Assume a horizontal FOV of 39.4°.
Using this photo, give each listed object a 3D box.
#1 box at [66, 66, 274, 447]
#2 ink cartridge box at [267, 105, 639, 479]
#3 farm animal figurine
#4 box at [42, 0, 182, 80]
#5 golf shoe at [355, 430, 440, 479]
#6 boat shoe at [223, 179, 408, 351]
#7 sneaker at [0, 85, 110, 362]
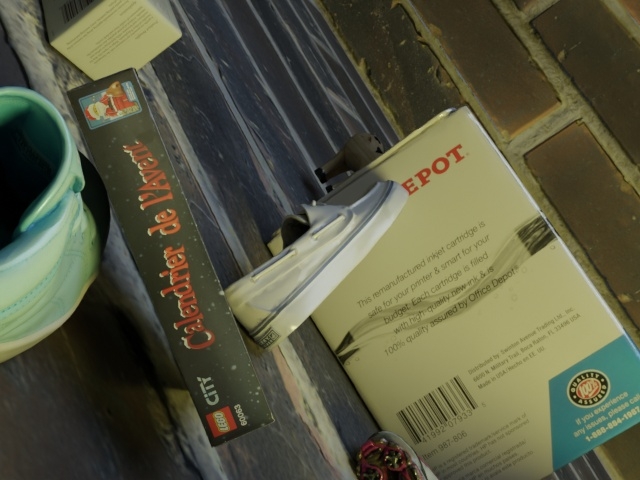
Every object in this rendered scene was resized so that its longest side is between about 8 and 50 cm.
[{"bbox_3d":[-0.102,0.009,0.609,0.159,0.044,0.233,-167,-125,-78],"label":"box"},{"bbox_3d":[0.169,0.085,1.056,0.394,0.286,0.166,58,13,10],"label":"ink cartridge box"},{"bbox_3d":[0.145,-0.017,1.330,0.330,0.172,0.327,58,2,-7],"label":"farm animal figurine"},{"bbox_3d":[-0.211,-0.229,0.899,0.087,0.101,0.102,41,20,-46],"label":"box"},{"bbox_3d":[0.109,0.269,0.889,0.186,0.068,0.086,57,13,9],"label":"golf shoe"},{"bbox_3d":[0.000,0.000,0.904,0.084,0.095,0.258,45,48,-2],"label":"boat shoe"},{"bbox_3d":[-0.165,-0.013,0.463,0.135,0.150,0.366,54,14,-9],"label":"sneaker"}]
